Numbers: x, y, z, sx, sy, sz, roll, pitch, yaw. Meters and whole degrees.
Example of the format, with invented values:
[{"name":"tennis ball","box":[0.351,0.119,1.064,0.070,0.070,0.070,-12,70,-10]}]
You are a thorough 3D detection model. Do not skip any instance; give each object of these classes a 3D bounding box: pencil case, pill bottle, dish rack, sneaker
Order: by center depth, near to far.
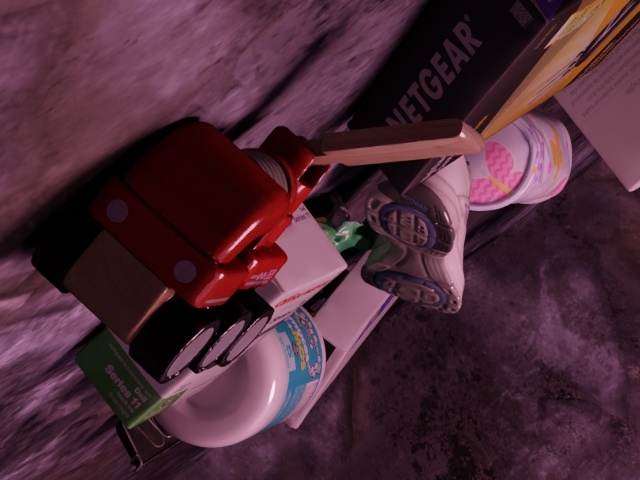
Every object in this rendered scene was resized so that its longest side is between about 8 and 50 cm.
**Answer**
[{"name":"sneaker","box":[0.110,-0.021,1.726,0.297,0.111,0.129,94,17,-65]},{"name":"pill bottle","box":[-0.080,0.126,1.809,0.146,0.146,0.264,-39,173,12]},{"name":"pencil case","box":[0.196,-0.092,1.883,0.124,0.114,0.273,-4,-178,15]},{"name":"dish rack","box":[-0.124,0.157,2.076,0.208,0.074,0.271,-32,171,-38]}]

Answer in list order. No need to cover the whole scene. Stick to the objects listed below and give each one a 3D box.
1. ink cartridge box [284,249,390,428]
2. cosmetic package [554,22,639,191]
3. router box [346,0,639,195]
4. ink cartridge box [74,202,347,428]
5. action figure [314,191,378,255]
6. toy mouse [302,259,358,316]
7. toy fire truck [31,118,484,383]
[{"name":"ink cartridge box","box":[0.051,0.076,2.150,0.333,0.065,0.165,-47,170,-47]},{"name":"cosmetic package","box":[0.319,-0.177,1.640,0.151,0.184,0.151,-31,171,-37]},{"name":"router box","box":[0.176,-0.179,1.363,0.243,0.081,0.309,-33,172,-26]},{"name":"ink cartridge box","box":[-0.095,0.061,1.560,0.208,0.087,0.153,-41,172,24]},{"name":"action figure","box":[0.000,0.000,1.719,0.137,0.063,0.232,-35,177,2]},{"name":"toy mouse","box":[-0.001,0.060,2.192,0.161,0.031,0.143,-33,166,-52]},{"name":"toy fire truck","box":[-0.034,-0.026,1.161,0.246,0.158,0.217,-50,170,8]}]
